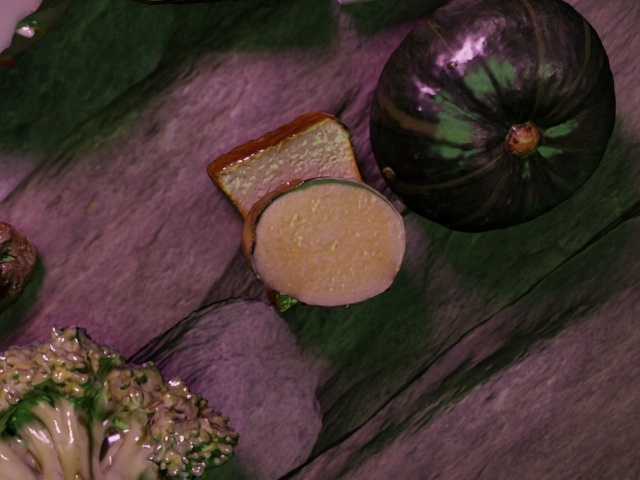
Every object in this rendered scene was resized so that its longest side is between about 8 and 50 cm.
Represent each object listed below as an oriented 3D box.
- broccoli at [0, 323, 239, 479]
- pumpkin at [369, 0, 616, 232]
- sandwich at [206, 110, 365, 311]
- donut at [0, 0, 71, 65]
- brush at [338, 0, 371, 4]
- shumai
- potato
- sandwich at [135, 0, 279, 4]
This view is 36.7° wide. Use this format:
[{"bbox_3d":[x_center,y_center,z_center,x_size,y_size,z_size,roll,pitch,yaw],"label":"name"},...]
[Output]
[{"bbox_3d":[-0.279,0.259,1.144,0.277,0.317,0.338,-55,145,10],"label":"broccoli"},{"bbox_3d":[0.200,-0.154,1.153,0.300,0.207,0.300,-12,127,-16],"label":"pumpkin"},{"bbox_3d":[-0.022,-0.039,1.208,0.186,0.065,0.215,-29,114,-4],"label":"sandwich"},{"bbox_3d":[-0.389,-0.335,0.897,0.382,0.142,0.383,3,131,4],"label":"donut"},{"bbox_3d":[0.160,-0.335,1.163,0.321,0.050,0.060,-13,110,-19],"label":"brush"},{"bbox_3d":[-0.408,0.050,1.126,0.139,0.105,0.123,-28,121,24],"label":"shumai"},{"bbox_3d":[0.000,0.000,1.151,0.200,0.081,0.164,5,99,-20],"label":"potato"},{"bbox_3d":[-0.132,-0.404,1.025,0.271,0.099,0.301,-1,113,-10],"label":"sandwich"}]
